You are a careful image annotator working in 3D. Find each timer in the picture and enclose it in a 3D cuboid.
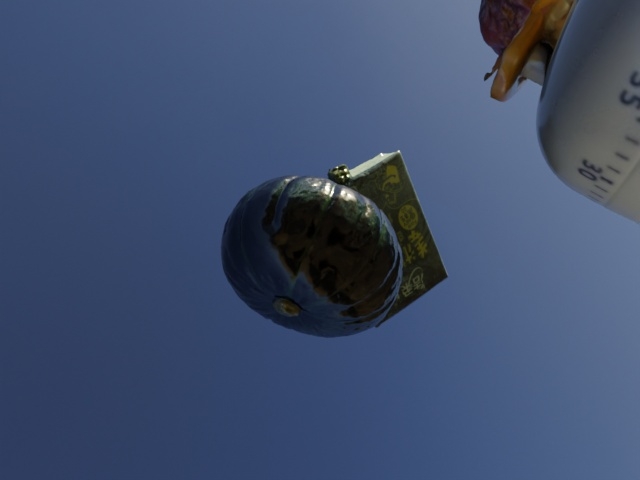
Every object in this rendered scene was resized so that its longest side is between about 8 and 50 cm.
[{"bbox_3d":[0.235,-0.111,0.339,0.233,0.240,0.234,-52,-18,-25],"label":"timer"}]

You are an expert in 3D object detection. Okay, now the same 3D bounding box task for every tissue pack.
[{"bbox_3d":[0.103,-0.003,1.109,0.185,0.081,0.257,-30,-75,-25],"label":"tissue pack"}]

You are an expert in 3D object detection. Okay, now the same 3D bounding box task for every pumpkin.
[{"bbox_3d":[0.000,0.000,0.855,0.247,0.248,0.248,2,-94,-39],"label":"pumpkin"}]

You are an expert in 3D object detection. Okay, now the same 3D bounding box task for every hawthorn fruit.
[{"bbox_3d":[0.363,-0.380,1.101,0.207,0.207,0.243,27,-83,-35],"label":"hawthorn fruit"}]
